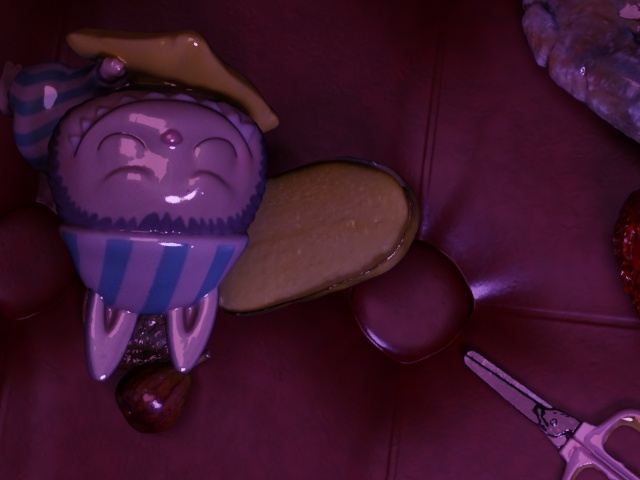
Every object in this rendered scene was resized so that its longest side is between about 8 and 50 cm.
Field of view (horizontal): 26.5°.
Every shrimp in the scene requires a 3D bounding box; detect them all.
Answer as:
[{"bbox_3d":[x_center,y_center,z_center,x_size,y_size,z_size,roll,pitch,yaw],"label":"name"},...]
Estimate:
[{"bbox_3d":[0.433,-0.198,1.639,0.221,0.110,0.446,-40,72,-11],"label":"shrimp"}]

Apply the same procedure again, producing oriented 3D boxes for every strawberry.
[{"bbox_3d":[0.426,0.032,1.558,0.184,0.186,0.202,30,114,51],"label":"strawberry"}]

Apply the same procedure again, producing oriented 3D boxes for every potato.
[{"bbox_3d":[0.000,0.000,1.642,0.271,0.111,0.160,-22,68,17],"label":"potato"}]

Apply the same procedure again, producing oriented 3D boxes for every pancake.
[{"bbox_3d":[-0.224,0.086,1.698,0.158,0.028,0.158,-1,79,5],"label":"pancake"}]

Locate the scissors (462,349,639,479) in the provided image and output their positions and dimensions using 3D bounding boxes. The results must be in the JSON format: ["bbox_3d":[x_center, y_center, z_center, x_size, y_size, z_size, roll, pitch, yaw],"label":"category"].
[{"bbox_3d":[0.297,0.230,1.598,0.317,0.024,0.160,39,87,13],"label":"scissors"}]

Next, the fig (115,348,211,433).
[{"bbox_3d":[-0.186,0.177,1.655,0.125,0.089,0.089,-34,74,-28],"label":"fig"}]

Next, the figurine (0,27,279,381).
[{"bbox_3d":[-0.250,-0.032,1.568,0.361,0.266,0.378,0,69,41],"label":"figurine"}]
